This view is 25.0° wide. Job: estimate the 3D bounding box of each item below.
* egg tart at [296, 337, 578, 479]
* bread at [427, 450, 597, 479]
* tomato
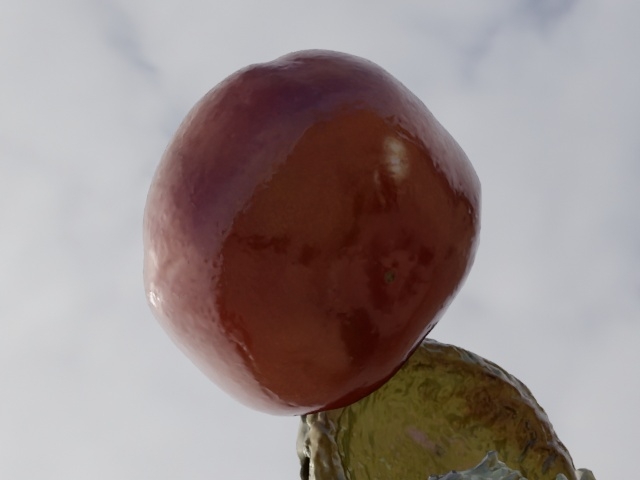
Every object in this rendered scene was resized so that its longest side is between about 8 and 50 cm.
[{"bbox_3d":[0.094,0.217,1.227,0.294,0.294,0.123,-2,-32,-37],"label":"egg tart"},{"bbox_3d":[0.047,0.158,0.387,0.121,0.245,0.174,20,-82,0],"label":"bread"},{"bbox_3d":[-0.002,-0.003,1.007,0.260,0.180,0.259,-12,-69,-34],"label":"tomato"}]
